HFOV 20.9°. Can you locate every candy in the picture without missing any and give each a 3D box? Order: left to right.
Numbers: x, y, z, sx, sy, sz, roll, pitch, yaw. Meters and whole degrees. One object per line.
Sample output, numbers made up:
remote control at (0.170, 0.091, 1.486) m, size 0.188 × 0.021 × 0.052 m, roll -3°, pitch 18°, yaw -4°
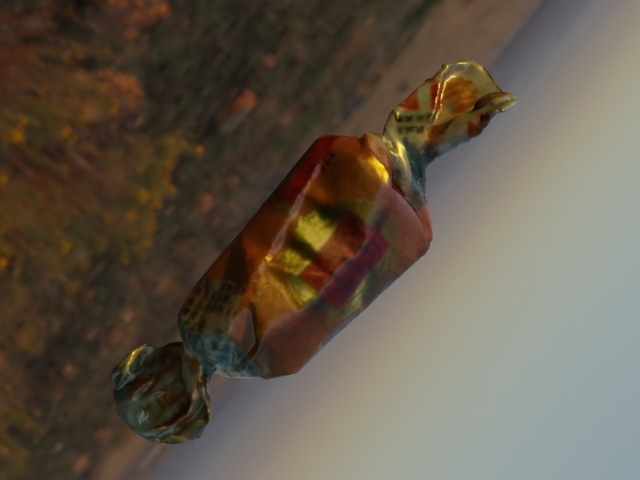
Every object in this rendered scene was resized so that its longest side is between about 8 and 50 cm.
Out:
candy at (0.000, 0.000, 0.597) m, size 0.182 × 0.053 × 0.046 m, roll -45°, pitch 151°, yaw -10°
